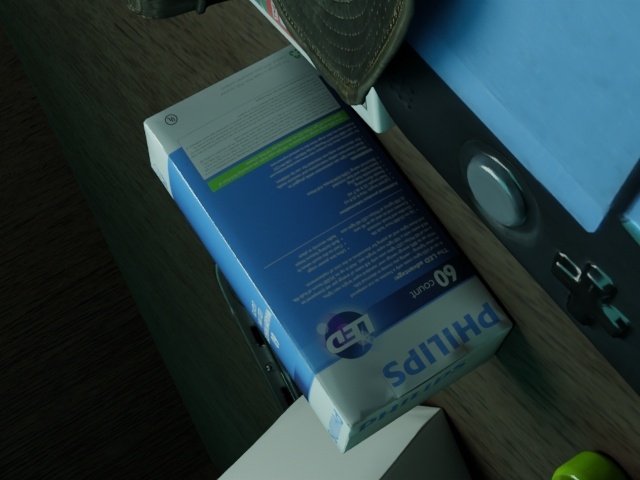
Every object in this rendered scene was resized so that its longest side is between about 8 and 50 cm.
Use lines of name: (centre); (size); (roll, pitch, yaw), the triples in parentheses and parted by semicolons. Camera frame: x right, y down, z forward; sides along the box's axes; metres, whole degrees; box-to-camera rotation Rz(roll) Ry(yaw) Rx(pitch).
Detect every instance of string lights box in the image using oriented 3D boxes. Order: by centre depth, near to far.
string lights box: (0.000, 0.000, 0.773); (0.259, 0.133, 0.076); (55, 164, 17)

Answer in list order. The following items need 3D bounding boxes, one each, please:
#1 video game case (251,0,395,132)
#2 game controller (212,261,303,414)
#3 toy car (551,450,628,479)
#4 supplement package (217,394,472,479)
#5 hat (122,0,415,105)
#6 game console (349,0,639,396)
video game case: (-0.013, -0.188, 0.680); (0.183, 0.023, 0.201); (50, 163, 32)
game controller: (-0.030, 0.145, 1.264); (0.319, 0.067, 0.166); (65, 167, -20)
toy car: (0.157, 0.185, 0.608); (0.149, 0.155, 0.188); (55, 155, 18)
supplement package: (0.051, 0.311, 1.022); (0.178, 0.175, 0.292); (0, 122, 45)
hat: (-0.076, -0.205, 0.500); (0.331, 0.134, 0.331); (162, 90, -80)
game console: (0.133, -0.058, 0.384); (0.342, 0.060, 0.386); (55, 165, 19)
